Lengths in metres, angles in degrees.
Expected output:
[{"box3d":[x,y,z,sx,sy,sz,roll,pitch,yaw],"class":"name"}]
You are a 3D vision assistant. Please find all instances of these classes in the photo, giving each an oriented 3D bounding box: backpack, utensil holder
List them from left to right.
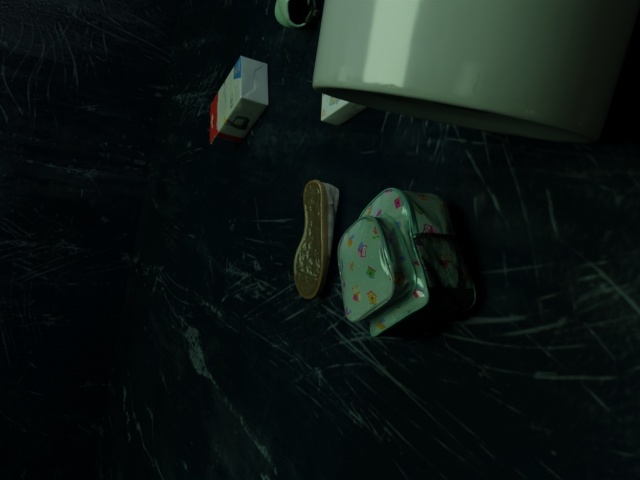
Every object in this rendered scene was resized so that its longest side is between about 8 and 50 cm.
[{"box3d":[0.106,0.024,0.878,0.166,0.145,0.188,131,143,-54],"class":"backpack"},{"box3d":[0.177,-0.315,0.656,0.328,0.328,0.385,27,108,62],"class":"utensil holder"}]

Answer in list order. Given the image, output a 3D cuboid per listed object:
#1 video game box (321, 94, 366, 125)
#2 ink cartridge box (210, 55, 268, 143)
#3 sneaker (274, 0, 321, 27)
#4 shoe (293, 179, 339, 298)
[{"box3d":[0.069,-0.328,1.167,0.205,0.048,0.187,-20,66,60],"class":"video game box"},{"box3d":[-0.218,-0.354,1.697,0.231,0.078,0.134,-39,48,53],"class":"ink cartridge box"},{"box3d":[-0.035,-0.585,1.395,0.151,0.094,0.255,-123,39,-61],"class":"sneaker"},{"box3d":[0.000,0.000,1.195,0.077,0.058,0.219,7,91,43],"class":"shoe"}]
